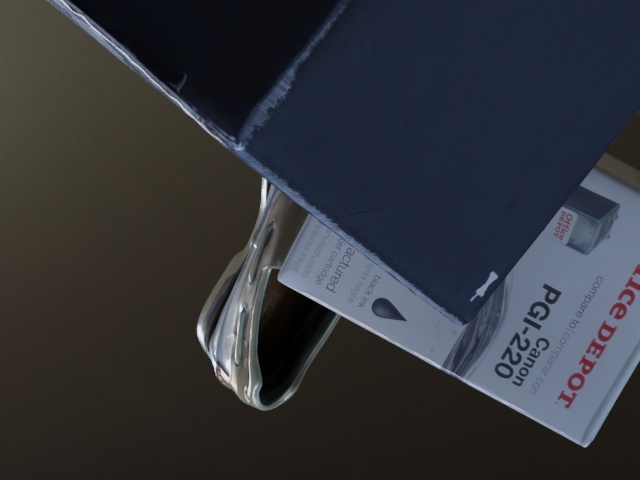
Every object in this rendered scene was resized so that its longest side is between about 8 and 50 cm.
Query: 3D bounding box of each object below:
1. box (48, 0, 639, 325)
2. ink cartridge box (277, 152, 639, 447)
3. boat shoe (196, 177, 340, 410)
[{"bbox_3d":[-0.027,-0.142,0.699,0.294,0.296,0.182,40,-88,23],"label":"box"},{"bbox_3d":[0.106,0.002,1.026,0.158,0.218,0.092,-62,-179,13],"label":"ink cartridge box"},{"bbox_3d":[0.000,0.000,1.352,0.302,0.113,0.103,-67,-147,24],"label":"boat shoe"}]
